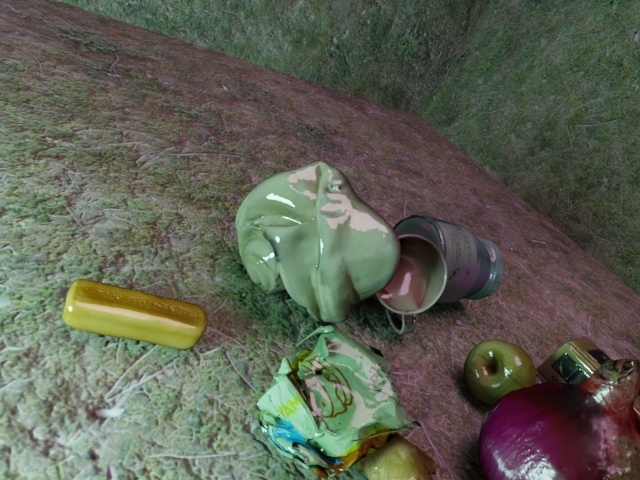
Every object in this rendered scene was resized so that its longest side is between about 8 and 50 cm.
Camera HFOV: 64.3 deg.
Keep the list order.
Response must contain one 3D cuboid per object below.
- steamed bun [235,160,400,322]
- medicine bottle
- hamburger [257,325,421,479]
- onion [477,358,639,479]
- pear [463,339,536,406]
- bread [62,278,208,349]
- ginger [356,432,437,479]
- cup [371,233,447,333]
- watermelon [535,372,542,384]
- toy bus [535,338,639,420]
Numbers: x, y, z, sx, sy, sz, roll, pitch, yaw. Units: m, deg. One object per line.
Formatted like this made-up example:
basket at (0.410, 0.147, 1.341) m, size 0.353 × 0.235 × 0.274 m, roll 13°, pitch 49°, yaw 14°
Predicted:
steamed bun at (-0.044, 0.013, 1.123) m, size 0.255 × 0.342 × 0.368 m, roll -26°, pitch 70°, yaw -32°
medicine bottle at (0.369, 0.063, 1.501) m, size 0.290 × 0.245 × 0.245 m, roll 10°, pitch 34°, yaw -32°
hamburger at (0.017, 0.245, 0.875) m, size 0.260 × 0.150 × 0.276 m, roll -9°, pitch 31°, yaw -11°
onion at (0.490, 0.377, 0.950) m, size 0.348 × 0.385 × 0.348 m, roll 14°, pitch 18°, yaw -5°
pear at (0.429, 0.318, 1.220) m, size 0.136 × 0.167 × 0.167 m, roll 44°, pitch 15°, yaw -37°
bread at (-0.323, 0.137, 0.899) m, size 0.239 × 0.074 × 0.092 m, roll 18°, pitch 28°, yaw -23°
ginger at (0.174, 0.455, 0.798) m, size 0.363 × 0.122 × 0.348 m, roll 16°, pitch 38°, yaw -5°
cup at (0.193, 0.106, 1.298) m, size 0.191 × 0.253 × 0.200 m, roll -7°, pitch 4°, yaw -12°
watermelon at (0.519, 0.380, 1.291) m, size 0.081 × 0.094 × 0.180 m, roll 1°, pitch 54°, yaw -48°
toy bus at (0.721, 0.431, 1.268) m, size 0.177 × 0.202 × 0.365 m, roll 4°, pitch 37°, yaw -41°
